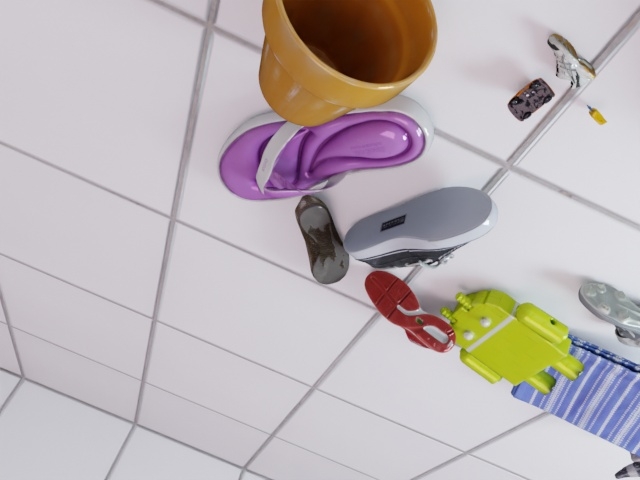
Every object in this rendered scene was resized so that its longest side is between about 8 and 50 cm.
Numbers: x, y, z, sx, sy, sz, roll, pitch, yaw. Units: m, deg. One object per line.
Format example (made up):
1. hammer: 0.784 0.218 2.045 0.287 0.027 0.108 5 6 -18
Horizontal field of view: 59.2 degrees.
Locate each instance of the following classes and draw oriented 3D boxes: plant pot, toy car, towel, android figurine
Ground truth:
1. plant pot: 0.010 -0.240 0.714 0.205 0.205 0.188 31 155 -13
2. toy car: 0.314 -0.174 0.760 0.122 0.040 0.060 27 120 -5
3. towel: 0.570 0.321 1.135 0.336 0.040 0.243 24 136 23
4. android figurine: 0.369 0.198 1.119 0.273 0.056 0.248 36 141 2

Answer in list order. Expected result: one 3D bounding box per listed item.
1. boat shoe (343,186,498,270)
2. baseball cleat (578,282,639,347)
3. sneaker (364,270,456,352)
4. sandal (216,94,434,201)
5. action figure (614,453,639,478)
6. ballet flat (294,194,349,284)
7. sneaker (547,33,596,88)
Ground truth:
1. boat shoe: 0.178 -0.002 0.969 0.306 0.113 0.105 -20 133 43
2. baseball cleat: 0.542 0.146 1.012 0.206 0.072 0.109 25 148 1
3. sneaker: 0.169 0.159 1.181 0.221 0.087 0.128 45 163 5
4. sandal: -0.025 -0.132 0.912 0.417 0.102 0.169 -14 130 36
5. action figure: 0.821 0.473 1.191 0.330 0.178 0.341 -3 133 41
6. ballet flat: 0.000 0.000 1.100 0.084 0.058 0.249 -24 139 -2
7. sneaker: 0.309 -0.223 0.713 0.083 0.031 0.037 37 138 -18
